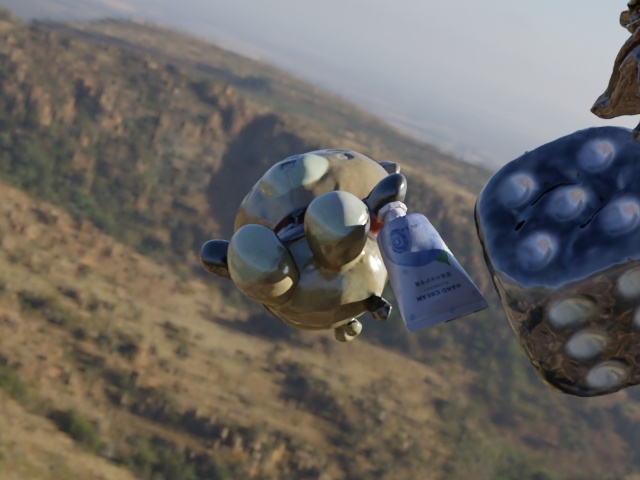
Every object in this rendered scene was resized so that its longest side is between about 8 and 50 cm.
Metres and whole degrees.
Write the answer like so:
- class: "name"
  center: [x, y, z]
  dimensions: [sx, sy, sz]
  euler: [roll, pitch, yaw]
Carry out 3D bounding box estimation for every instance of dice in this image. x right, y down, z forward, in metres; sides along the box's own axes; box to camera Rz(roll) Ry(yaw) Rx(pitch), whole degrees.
- class: "dice"
  center: [0.254, 0.019, 1.218]
  dimensions: [0.182, 0.181, 0.183]
  euler: [52, 20, -42]

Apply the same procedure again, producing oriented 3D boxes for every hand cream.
- class: "hand cream"
  center: [0.097, 0.021, 1.302]
  dimensions: [0.084, 0.053, 0.142]
  euler: [-17, 54, -13]

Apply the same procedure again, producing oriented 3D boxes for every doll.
- class: "doll"
  center: [0.000, 0.000, 1.471]
  dimensions: [0.174, 0.235, 0.330]
  euler: [59, 9, -18]

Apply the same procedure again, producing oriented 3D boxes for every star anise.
- class: "star anise"
  center: [0.257, -0.143, 0.921]
  dimensions: [0.063, 0.172, 0.208]
  euler: [30, 8, -17]
